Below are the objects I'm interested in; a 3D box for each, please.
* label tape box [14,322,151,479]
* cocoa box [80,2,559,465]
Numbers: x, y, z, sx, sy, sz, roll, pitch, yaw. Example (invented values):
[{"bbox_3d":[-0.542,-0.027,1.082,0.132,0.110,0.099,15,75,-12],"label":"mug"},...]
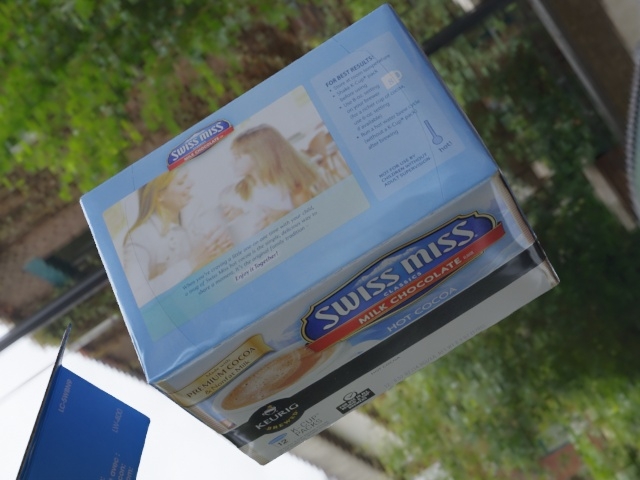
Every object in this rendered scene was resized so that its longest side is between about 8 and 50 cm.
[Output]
[{"bbox_3d":[-0.235,0.271,1.140,0.106,0.333,0.240,18,-132,-9],"label":"label tape box"},{"bbox_3d":[0.000,0.000,1.180,0.231,0.347,0.228,62,-173,35],"label":"cocoa box"}]
